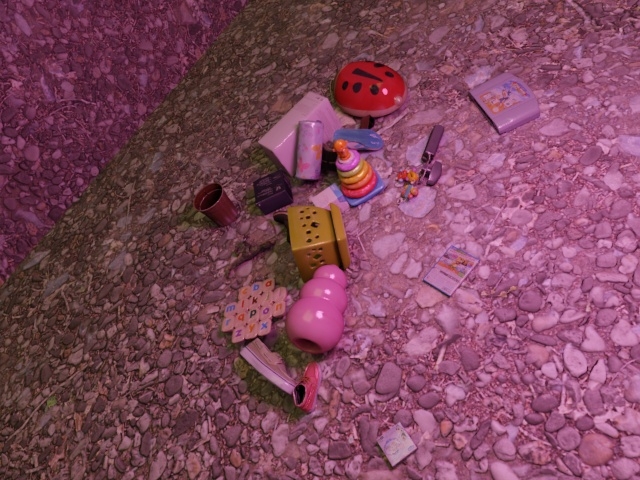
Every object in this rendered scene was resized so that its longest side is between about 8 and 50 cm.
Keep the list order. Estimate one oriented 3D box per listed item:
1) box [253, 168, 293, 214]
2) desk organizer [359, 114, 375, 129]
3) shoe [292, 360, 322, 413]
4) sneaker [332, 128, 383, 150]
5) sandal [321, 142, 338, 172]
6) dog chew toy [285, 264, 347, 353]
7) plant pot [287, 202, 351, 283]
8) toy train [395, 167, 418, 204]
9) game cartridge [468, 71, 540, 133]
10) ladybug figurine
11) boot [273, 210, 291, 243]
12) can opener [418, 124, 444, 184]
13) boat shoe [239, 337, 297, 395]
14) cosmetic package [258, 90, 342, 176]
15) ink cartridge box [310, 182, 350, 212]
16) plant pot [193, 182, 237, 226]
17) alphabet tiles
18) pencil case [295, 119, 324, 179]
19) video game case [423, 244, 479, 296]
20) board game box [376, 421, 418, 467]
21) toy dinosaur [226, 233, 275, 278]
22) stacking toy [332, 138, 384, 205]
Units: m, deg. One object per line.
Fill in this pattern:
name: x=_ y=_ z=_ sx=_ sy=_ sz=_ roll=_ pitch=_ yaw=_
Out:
box: x=-0.221 y=-0.226 z=2.194 sx=0.155 sy=0.093 sz=0.158 roll=-23 pitch=48 yaw=12
desk organizer: x=0.217 y=-0.520 z=2.189 sx=0.050 sy=0.047 sz=0.130 roll=-22 pitch=46 yaw=40
shoe: x=-0.044 y=0.482 z=1.585 sx=0.063 sy=0.081 sz=0.178 roll=-7 pitch=54 yaw=24
sneaker: x=0.170 y=-0.449 z=2.127 sx=0.228 sy=0.092 sz=0.088 roll=9 pitch=75 yaw=0
sandal: x=0.057 y=-0.372 z=2.151 sx=0.302 sy=0.086 sz=0.120 roll=37 pitch=124 yaw=50
dog chew toy: x=0.003 y=0.228 z=1.677 sx=0.206 sy=0.207 sz=0.332 roll=-2 pitch=48 yaw=28
plant pot: x=0.000 y=0.000 z=1.819 sx=0.207 sy=0.227 sz=0.228 roll=-13 pitch=50 yaw=3
toy train: x=0.355 y=-0.224 z=1.905 sx=0.125 sy=0.046 sz=0.166 roll=-35 pitch=44 yaw=54
game cartridge: x=0.760 y=-0.575 z=1.937 sx=0.198 sy=0.062 sz=0.297 roll=-29 pitch=48 yaw=13
ladybug figurine: x=0.228 y=-0.748 z=2.282 sx=0.305 sy=0.162 sz=0.449 roll=-48 pitch=49 yaw=-10
boot: x=-0.143 y=-0.051 z=2.041 sx=0.197 sy=0.077 sz=0.137 roll=8 pitch=66 yaw=34
can opener: x=0.468 y=-0.345 z=1.932 sx=0.095 sy=0.076 sz=0.284 roll=23 pitch=66 yaw=4
boat shoe: x=-0.178 y=0.440 z=1.676 sx=0.302 sy=0.109 sz=0.094 roll=26 pitch=70 yaw=42
cosmetic package: x=-0.094 y=-0.512 z=2.266 sx=0.365 sy=0.197 sz=0.155 roll=-44 pitch=48 yaw=-9
ink cartridge box: x=0.034 y=-0.154 z=2.001 sx=0.143 sy=0.092 sz=0.090 roll=-33 pitch=47 yaw=3
plant pot: x=-0.490 y=-0.159 z=2.245 sx=0.166 sy=0.165 sz=0.167 roll=-15 pitch=50 yaw=19
alphabet tiles: x=-0.262 y=0.278 z=1.880 sx=0.284 sy=0.021 sz=0.278 roll=-19 pitch=42 yaw=16
pencil case: x=-0.054 y=-0.407 z=2.131 sx=0.124 sy=0.113 sz=0.273 roll=13 pitch=105 yaw=41
video game case: x=0.453 y=0.104 z=1.634 sx=0.166 sy=0.015 sz=0.119 roll=-48 pitch=48 yaw=-9
board game box: x=0.226 y=0.602 z=1.390 sx=0.090 sy=0.020 sz=0.090 roll=-37 pitch=47 yaw=0
toy dinosaur: x=-0.331 y=0.048 z=2.080 sx=0.268 sy=0.064 sz=0.118 roll=-36 pitch=54 yaw=5
stacking toy: x=0.122 y=-0.302 z=1.919 sx=0.175 sy=0.302 sz=0.166 roll=-32 pitch=48 yaw=6
